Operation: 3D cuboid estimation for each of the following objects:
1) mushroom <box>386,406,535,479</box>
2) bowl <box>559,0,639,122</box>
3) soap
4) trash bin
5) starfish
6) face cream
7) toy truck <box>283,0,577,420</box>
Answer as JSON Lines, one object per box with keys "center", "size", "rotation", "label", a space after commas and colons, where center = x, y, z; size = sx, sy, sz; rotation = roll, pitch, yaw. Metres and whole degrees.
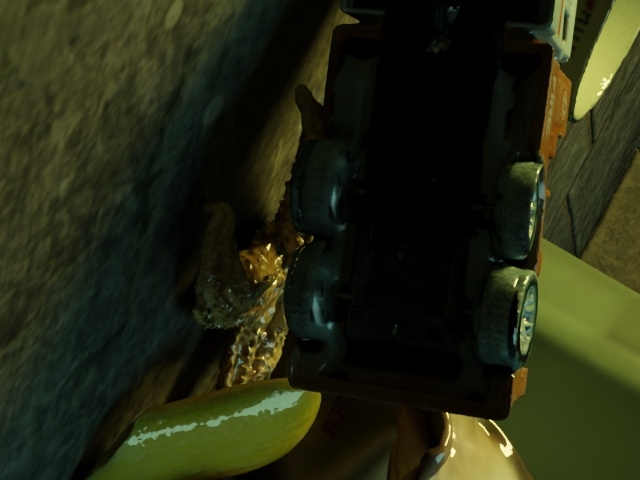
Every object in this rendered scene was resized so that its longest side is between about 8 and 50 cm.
{"center": [-0.022, 0.289, 1.158], "size": [0.314, 0.224, 0.397], "rotation": [-24, 169, -37], "label": "mushroom"}
{"center": [0.207, -0.211, 1.318], "size": [0.211, 0.112, 0.211], "rotation": [-58, 166, -22], "label": "bowl"}
{"center": [-0.076, 0.121, 0.987], "size": [0.168, 0.033, 0.089], "rotation": [-8, 138, -30], "label": "soap"}
{"center": [0.168, 0.126, 1.348], "size": [0.158, 0.343, 0.223], "rotation": [-35, 151, -57], "label": "trash bin"}
{"center": [-0.003, -0.002, 1.051], "size": [0.302, 0.060, 0.299], "rotation": [-30, 145, -49], "label": "starfish"}
{"center": [-0.003, 0.182, 1.318], "size": [0.084, 0.137, 0.341], "rotation": [-50, 167, -35], "label": "face cream"}
{"center": [0.081, -0.077, 0.920], "size": [0.184, 0.133, 0.338], "rotation": [13, 85, -72], "label": "toy truck"}
